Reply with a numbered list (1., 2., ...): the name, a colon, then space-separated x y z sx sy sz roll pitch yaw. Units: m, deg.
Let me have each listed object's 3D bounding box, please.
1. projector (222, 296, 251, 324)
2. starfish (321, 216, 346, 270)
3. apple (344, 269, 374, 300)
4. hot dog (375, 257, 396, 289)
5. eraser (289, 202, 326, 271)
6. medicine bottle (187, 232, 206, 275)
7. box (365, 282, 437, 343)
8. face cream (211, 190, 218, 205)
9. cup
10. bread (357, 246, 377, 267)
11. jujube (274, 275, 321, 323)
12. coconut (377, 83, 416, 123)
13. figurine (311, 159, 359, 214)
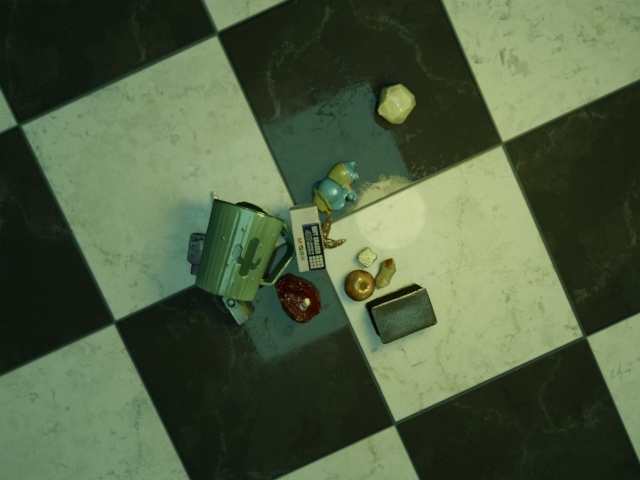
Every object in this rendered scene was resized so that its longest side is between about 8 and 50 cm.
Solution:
1. projector: -0.382 0.302 1.927 0.061 0.115 0.147 -33 92 -1
2. starfish: 0.000 0.000 1.945 0.235 0.062 0.278 -17 101 -1
3. apple: 0.178 0.203 1.923 0.146 0.131 0.147 0 88 -5
4. hot dog: 0.306 0.149 1.957 0.078 0.061 0.169 37 115 29
5. eraser: -0.055 -0.012 1.864 0.130 0.086 0.288 -9 107 1
6. medicine bottle: -0.538 0.065 1.924 0.119 0.094 0.188 9 92 1
7. box: 0.363 0.328 1.927 0.273 0.143 0.184 -21 93 -1
8. face cream: -0.485 -0.169 1.952 0.038 0.020 0.115 -5 96 -1
9. cup: -0.311 0.045 1.812 0.400 0.310 0.393 17 89 -4
10. bread: 0.213 0.076 1.948 0.076 0.070 0.083 42 90 -3
11. jujube: -0.106 0.261 1.920 0.168 0.168 0.236 -43 77 1
12. coconut: 0.330 -0.611 1.879 0.162 0.161 0.161 35 92 -1
13. figurine: 0.074 -0.233 1.893 0.261 0.154 0.180 -36 85 9
